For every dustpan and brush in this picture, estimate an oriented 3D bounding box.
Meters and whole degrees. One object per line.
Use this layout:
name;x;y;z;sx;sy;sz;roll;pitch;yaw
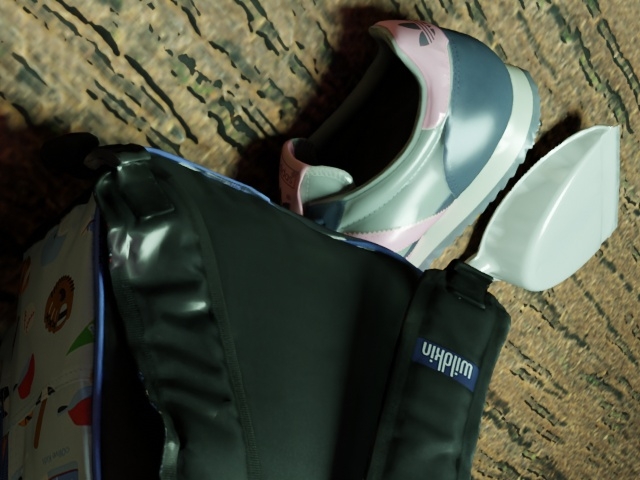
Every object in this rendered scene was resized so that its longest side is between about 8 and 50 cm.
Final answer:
dustpan and brush;0.153;0.006;1.171;0.211;0.060;0.147;-45;148;-23

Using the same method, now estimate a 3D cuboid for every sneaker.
sneaker;0.000;0.000;0.930;0.131;0.112;0.319;25;101;-40

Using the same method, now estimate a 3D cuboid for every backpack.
backpack;-0.054;0.116;0.764;0.276;0.263;0.213;19;138;-27
